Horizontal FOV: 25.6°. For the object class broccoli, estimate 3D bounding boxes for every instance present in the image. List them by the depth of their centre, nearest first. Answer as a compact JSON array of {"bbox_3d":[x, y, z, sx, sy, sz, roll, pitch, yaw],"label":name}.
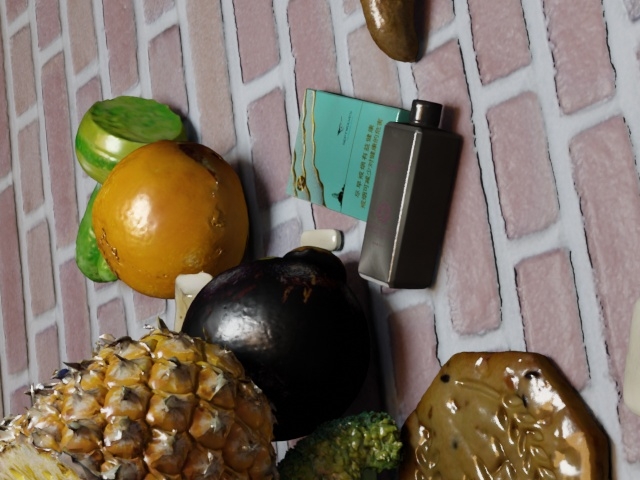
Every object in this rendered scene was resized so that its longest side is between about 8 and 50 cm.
[{"bbox_3d":[0.044,0.330,1.841,0.220,0.194,0.194,-56,46,16],"label":"broccoli"}]

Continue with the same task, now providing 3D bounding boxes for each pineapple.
[{"bbox_3d":[-0.226,0.271,1.738,0.352,0.300,0.352,17,131,21],"label":"pineapple"}]

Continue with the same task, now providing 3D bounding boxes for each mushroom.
[{"bbox_3d":[-0.201,0.176,2.145,0.123,0.095,0.351,37,140,11],"label":"mushroom"}]

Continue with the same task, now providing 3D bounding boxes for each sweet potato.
[{"bbox_3d":[0.105,-0.416,1.893,0.114,0.092,0.341,14,99,26],"label":"sweet potato"}]

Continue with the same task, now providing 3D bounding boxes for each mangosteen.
[{"bbox_3d":[-0.058,0.125,1.945,0.275,0.275,0.302,-46,19,39],"label":"mangosteen"}]

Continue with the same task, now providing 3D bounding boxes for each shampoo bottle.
[{"bbox_3d":[0.118,-0.062,1.849,0.080,0.079,0.246,19,101,50],"label":"shampoo bottle"}]

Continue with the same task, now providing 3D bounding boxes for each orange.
[{"bbox_3d":[-0.222,-0.032,2.145,0.246,0.246,0.246,-6,82,51],"label":"orange"}]

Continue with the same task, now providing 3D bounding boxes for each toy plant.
[{"bbox_3d":[-0.334,-0.067,2.353,0.224,0.184,0.316,-104,26,-53],"label":"toy plant"}]

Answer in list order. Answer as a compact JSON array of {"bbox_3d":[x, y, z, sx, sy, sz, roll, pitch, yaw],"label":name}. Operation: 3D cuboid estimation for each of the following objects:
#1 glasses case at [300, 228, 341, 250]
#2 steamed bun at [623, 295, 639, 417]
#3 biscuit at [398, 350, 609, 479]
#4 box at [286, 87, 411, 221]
[{"bbox_3d":[0.000,0.000,2.036,0.083,0.021,0.032,-4,85,51],"label":"glasses case"},{"bbox_3d":[0.409,0.127,1.405,0.241,0.164,0.146,9,95,50],"label":"steamed bun"},{"bbox_3d":[0.213,0.305,1.729,0.359,0.046,0.359,-8,80,51],"label":"biscuit"},{"bbox_3d":[0.041,-0.120,1.974,0.229,0.041,0.162,20,102,53],"label":"box"}]
